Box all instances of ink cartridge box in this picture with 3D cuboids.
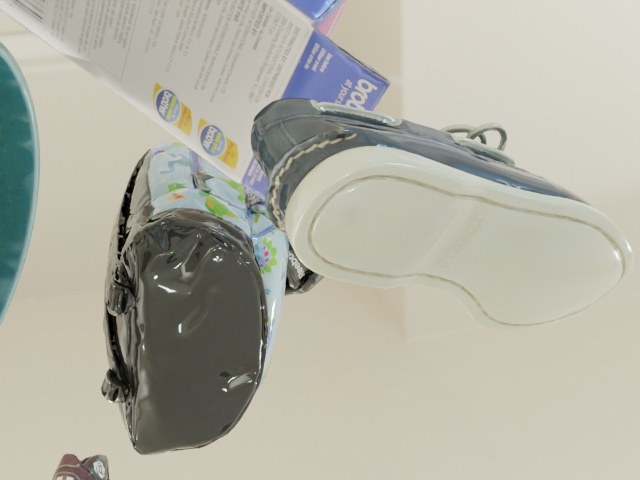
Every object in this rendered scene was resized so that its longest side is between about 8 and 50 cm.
[{"bbox_3d":[-0.099,-0.155,0.654,0.311,0.186,0.065,38,-121,3],"label":"ink cartridge box"}]

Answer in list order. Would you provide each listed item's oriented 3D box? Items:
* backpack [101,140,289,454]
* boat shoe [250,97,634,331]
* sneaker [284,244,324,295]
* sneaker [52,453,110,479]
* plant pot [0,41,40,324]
[{"bbox_3d":[-0.145,0.027,1.250,0.274,0.290,0.355,-5,-153,-20],"label":"backpack"},{"bbox_3d":[0.069,-0.011,0.550,0.255,0.095,0.079,11,-144,-40],"label":"boat shoe"},{"bbox_3d":[0.000,0.000,1.451,0.276,0.097,0.135,-30,-167,18],"label":"sneaker"},{"bbox_3d":[-0.349,0.438,1.723,0.107,0.281,0.162,-11,-134,11],"label":"sneaker"},{"bbox_3d":[-0.360,-0.032,0.673,0.255,0.271,0.271,15,-155,12],"label":"plant pot"}]
